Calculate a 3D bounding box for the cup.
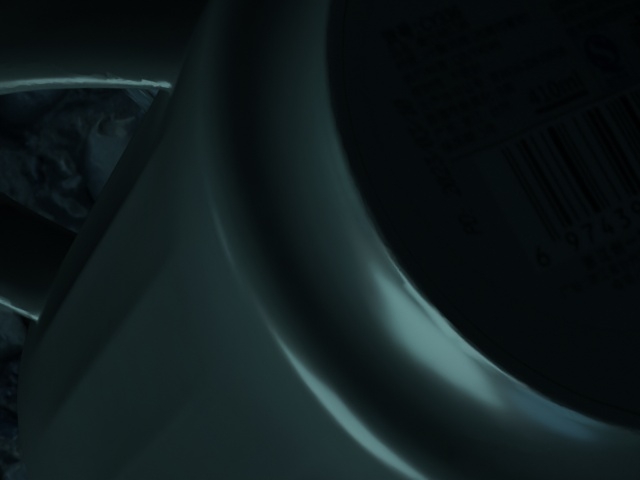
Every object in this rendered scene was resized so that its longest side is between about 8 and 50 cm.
[{"bbox_3d":[0.000,0.000,0.609,0.323,0.237,0.327,27,153,-8],"label":"cup"}]
